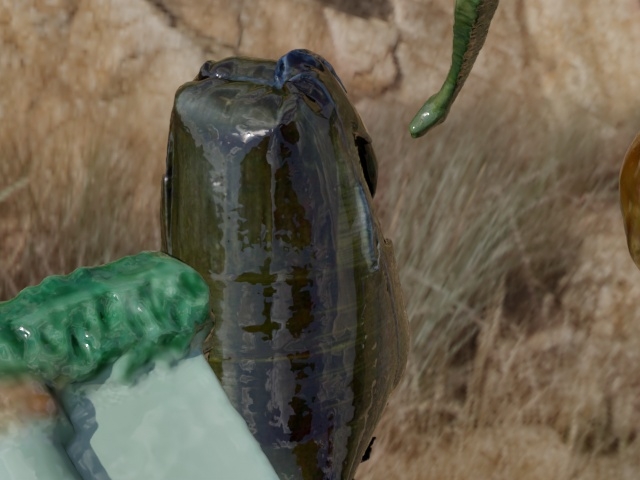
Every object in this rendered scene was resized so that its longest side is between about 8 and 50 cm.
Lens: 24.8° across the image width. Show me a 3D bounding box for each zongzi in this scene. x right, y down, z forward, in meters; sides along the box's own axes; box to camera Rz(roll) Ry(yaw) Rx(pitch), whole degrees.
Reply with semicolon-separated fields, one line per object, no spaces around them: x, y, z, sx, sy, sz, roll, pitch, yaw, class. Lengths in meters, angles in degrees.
0.000;0.000;1.366;0.207;0.403;0.432;5;19;22;zongzi

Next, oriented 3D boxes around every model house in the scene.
-0.088;0.214;0.755;0.194;0.267;0.325;-23;61;-29;model house

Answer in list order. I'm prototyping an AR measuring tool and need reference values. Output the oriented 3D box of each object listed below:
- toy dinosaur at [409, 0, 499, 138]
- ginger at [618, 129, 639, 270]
0.141;-0.205;0.807;0.087;0.447;0.301;54;27;19;toy dinosaur
0.337;-0.046;0.851;0.321;0.165;0.172;3;85;22;ginger
